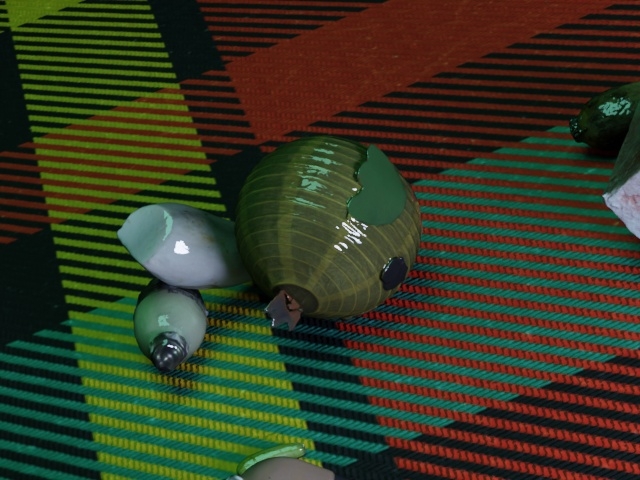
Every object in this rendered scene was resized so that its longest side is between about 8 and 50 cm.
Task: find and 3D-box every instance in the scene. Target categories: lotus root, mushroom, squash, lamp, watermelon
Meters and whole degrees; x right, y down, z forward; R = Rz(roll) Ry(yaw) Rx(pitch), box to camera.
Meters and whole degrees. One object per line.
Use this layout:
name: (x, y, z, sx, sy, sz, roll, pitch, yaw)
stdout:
lotus root: (0.430, -0.172, 2.410, 0.179, 0.089, 0.081, -17, 71, -1)
mushroom: (-0.138, 0.014, 2.356, 0.103, 0.270, 0.118, -55, 50, 26)
squash: (-0.060, 0.263, 2.110, 0.089, 0.027, 0.027, -23, 34, -7)
lamp: (0.000, 0.000, 2.251, 0.250, 0.250, 0.284, 3, 50, 31)
watermelon: (0.476, -0.068, 2.170, 0.201, 0.213, 0.262, -50, 14, 9)
lamp: (-0.202, 0.104, 2.345, 0.101, 0.101, 0.250, -19, 22, 3)

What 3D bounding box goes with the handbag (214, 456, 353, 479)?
handbag: (-0.057, 0.358, 1.764, 0.283, 0.149, 0.302, 26, 45, -2)
